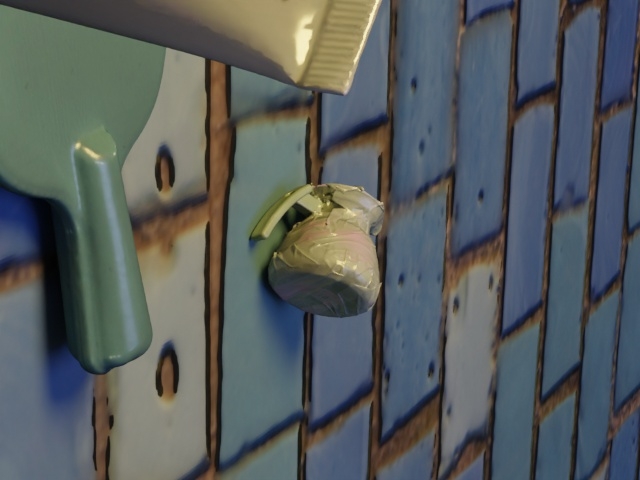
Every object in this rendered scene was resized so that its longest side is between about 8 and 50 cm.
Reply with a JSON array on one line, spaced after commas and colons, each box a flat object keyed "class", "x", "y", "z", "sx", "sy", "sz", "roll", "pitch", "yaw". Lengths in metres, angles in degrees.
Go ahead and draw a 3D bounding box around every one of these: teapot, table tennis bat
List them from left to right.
[{"class": "table tennis bat", "x": -0.106, "y": -0.056, "z": 0.763, "sx": 0.153, "sy": 0.040, "sz": 0.244, "roll": -39, "pitch": 129, "yaw": -53}, {"class": "teapot", "x": 0.000, "y": 0.000, "z": 0.990, "sx": 0.083, "sy": 0.064, "sz": 0.064, "roll": 33, "pitch": 57, "yaw": -30}]

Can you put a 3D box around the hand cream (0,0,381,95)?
[{"class": "hand cream", "x": -0.083, "y": -0.117, "z": 0.539, "sx": 0.083, "sy": 0.248, "sz": 0.133, "roll": 51, "pitch": 52, "yaw": -61}]
